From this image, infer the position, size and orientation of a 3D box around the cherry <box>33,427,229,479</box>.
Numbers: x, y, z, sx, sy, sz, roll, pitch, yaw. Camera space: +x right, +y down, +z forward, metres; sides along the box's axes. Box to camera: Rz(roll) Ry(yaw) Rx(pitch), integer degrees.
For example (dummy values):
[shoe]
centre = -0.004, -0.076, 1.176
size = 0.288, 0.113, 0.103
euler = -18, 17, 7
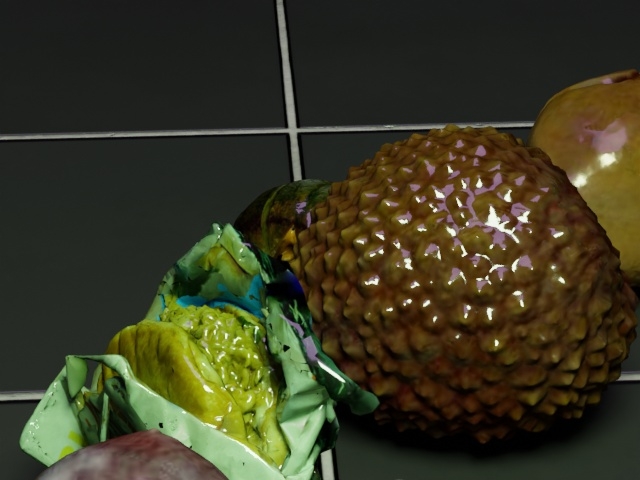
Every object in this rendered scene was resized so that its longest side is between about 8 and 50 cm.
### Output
[cherry]
centre = -0.121, 0.248, 1.170
size = 0.213, 0.266, 0.183
euler = 2, -7, 1

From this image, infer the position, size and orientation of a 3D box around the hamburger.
[hamburger]
centre = -0.097, 0.130, 1.300
size = 0.150, 0.276, 0.260
euler = -11, 31, -36

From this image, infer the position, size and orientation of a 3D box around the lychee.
[lychee]
centre = 0.106, 0.041, 1.504
size = 0.268, 0.267, 0.267
euler = 0, 29, 0

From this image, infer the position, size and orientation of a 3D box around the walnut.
[walnut]
centre = 0.280, -0.057, 1.710
size = 0.203, 0.203, 0.298
euler = 19, 18, 31

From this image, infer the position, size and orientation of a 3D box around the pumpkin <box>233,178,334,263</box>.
[pumpkin]
centre = 0.000, 0.000, 1.715
size = 0.184, 0.107, 0.119
euler = 13, 26, 20
